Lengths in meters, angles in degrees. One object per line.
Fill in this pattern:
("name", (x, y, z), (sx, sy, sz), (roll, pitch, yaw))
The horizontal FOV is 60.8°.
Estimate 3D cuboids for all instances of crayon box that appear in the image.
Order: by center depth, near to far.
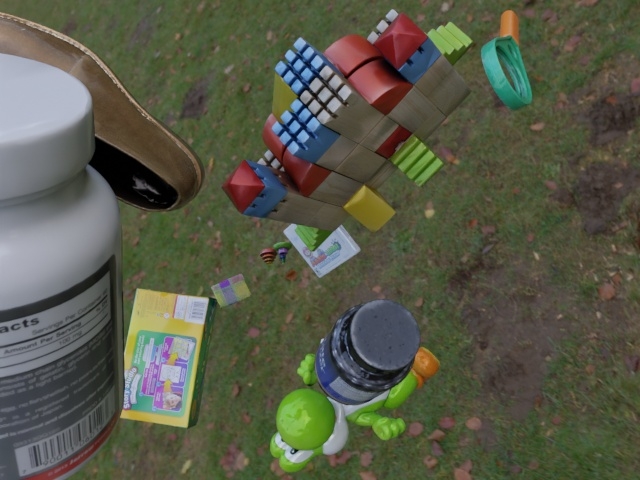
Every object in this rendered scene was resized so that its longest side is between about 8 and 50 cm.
("crayon box", (-0.335, 0.253, 1.191), (0.165, 0.081, 0.279), (7, 80, 5))

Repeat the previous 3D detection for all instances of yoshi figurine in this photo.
("yoshi figurine", (0.054, 0.299, 1.058), (0.362, 0.203, 0.203), (-37, 19, -17))

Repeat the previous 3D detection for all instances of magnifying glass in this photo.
("magnifying glass", (0.251, -0.252, 0.732), (0.026, 0.092, 0.231), (-26, 29, 39))

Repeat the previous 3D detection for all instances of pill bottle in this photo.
("pill bottle", (-0.284, 0.040, 0.483), (0.210, 0.210, 0.363), (56, 142, 46))
("pill bottle", (0.065, 0.162, 0.787), (0.219, 0.122, 0.123), (112, 167, -63))

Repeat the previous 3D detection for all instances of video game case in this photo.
("video game case", (0.000, 0.000, 1.249), (0.019, 0.143, 0.157), (-40, 2, -42))

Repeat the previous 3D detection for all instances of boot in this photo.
("boot", (-0.262, -0.136, 0.578), (0.112, 0.305, 0.115), (-52, 12, 12))

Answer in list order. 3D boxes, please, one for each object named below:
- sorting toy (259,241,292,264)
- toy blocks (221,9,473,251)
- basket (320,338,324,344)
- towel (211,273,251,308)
("sorting toy", (-0.116, 0.040, 1.474), (0.101, 0.061, 0.042), (-22, 65, 34))
("toy blocks", (0.028, -0.154, 0.708), (0.381, 0.260, 0.191), (-45, 67, 18))
("basket", (0.084, 0.323, 1.437), (0.113, 0.167, 0.103), (-108, 18, -81))
("towel", (-0.207, 0.119, 1.276), (0.060, 0.083, 0.009), (63, 154, 7))
